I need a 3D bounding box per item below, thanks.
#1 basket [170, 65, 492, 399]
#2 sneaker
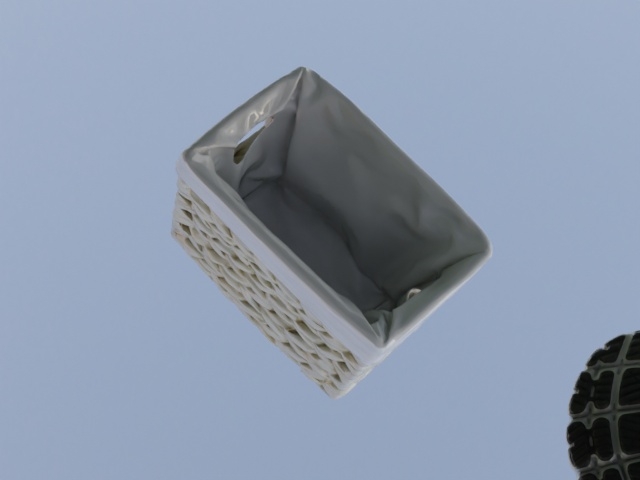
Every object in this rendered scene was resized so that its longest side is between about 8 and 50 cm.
[{"bbox_3d":[0.000,0.000,0.868,0.167,0.103,0.113,44,-121,11],"label":"basket"},{"bbox_3d":[0.255,0.214,1.165,0.107,0.118,0.279,-2,-105,11],"label":"sneaker"}]
